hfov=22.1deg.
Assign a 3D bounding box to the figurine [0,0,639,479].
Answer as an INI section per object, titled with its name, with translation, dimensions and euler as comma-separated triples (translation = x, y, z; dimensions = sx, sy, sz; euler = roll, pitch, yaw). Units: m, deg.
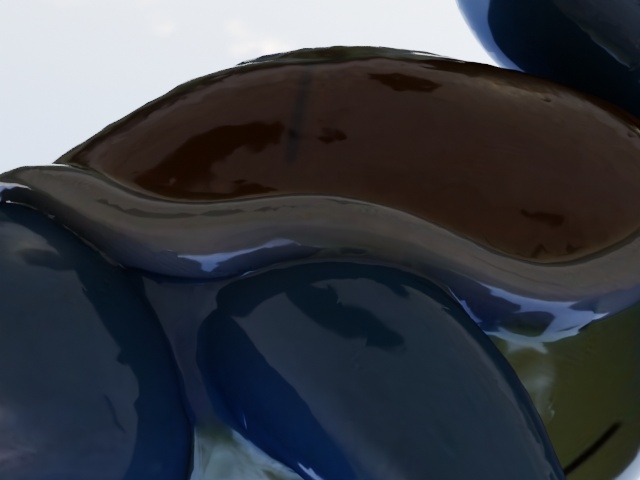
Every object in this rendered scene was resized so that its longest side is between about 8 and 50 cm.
[figurine]
translation = 0.023, 0.030, 0.495
dimensions = 0.416, 0.243, 0.298
euler = -35, -166, -31
